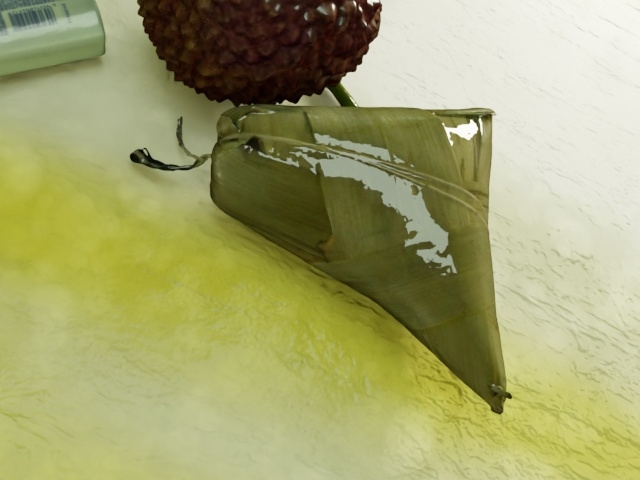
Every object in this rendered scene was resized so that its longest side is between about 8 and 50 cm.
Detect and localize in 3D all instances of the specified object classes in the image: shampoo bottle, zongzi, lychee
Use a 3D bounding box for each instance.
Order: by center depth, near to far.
[{"bbox_3d":[0.000,0.000,1.170,0.447,0.181,0.418,1,62,-10],"label":"zongzi"},{"bbox_3d":[-0.076,-0.311,1.241,0.306,0.330,0.306,37,40,-39],"label":"lychee"},{"bbox_3d":[-0.463,-0.257,1.254,0.359,0.078,0.134,-16,63,-20],"label":"shampoo bottle"}]

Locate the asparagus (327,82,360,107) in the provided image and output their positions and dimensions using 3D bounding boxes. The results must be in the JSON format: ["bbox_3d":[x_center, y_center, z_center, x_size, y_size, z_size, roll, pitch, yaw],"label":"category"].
[{"bbox_3d":[-0.006,-0.245,1.385,0.024,0.025,0.248,-41,73,16],"label":"asparagus"}]
